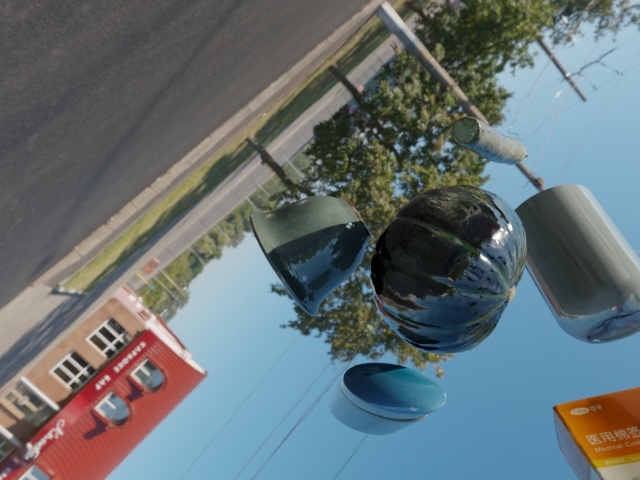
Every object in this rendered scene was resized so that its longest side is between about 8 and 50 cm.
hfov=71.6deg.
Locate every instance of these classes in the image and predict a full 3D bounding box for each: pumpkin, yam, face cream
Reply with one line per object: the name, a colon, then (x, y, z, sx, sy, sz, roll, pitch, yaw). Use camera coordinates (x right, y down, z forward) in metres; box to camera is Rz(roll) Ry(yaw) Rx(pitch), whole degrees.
pumpkin: (0.182, 0.037, 0.648, 0.250, 0.250, 0.216, -44, -147, -12)
yam: (0.420, -0.236, 1.088, 0.083, 0.083, 0.372, -36, 158, 35)
face cream: (0.091, 0.259, 0.711, 0.285, 0.140, 0.067, 98, 8, -61)

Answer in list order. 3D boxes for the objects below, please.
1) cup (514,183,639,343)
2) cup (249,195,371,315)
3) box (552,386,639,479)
cup: (0.563, 0.054, 0.968, 0.205, 0.206, 0.312, -37, -136, 29)
cup: (0.000, 0.000, 0.721, 0.150, 0.199, 0.199, -32, -169, 4)
box: (0.647, 0.467, 0.871, 0.225, 0.143, 0.341, -15, -155, 6)
